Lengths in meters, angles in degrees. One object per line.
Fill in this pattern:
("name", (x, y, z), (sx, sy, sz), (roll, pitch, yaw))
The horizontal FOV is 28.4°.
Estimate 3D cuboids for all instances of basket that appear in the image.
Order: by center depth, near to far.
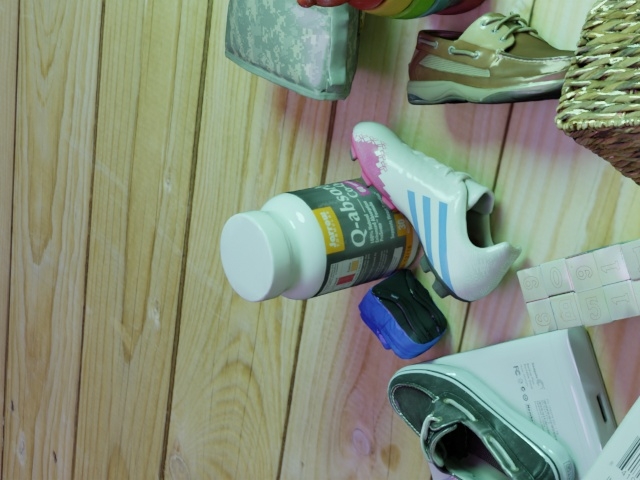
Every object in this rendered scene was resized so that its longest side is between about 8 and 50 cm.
("basket", (0.457, -0.175, 1.413), (0.299, 0.223, 0.213), (3, 70, 52))

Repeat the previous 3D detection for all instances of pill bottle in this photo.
("pill bottle", (0.000, 0.000, 1.893), (0.162, 0.279, 0.162), (19, 116, 47))

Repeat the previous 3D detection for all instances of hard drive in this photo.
("hard drive", (0.272, 0.264, 1.814), (0.353, 0.047, 0.233), (-22, 83, 52))

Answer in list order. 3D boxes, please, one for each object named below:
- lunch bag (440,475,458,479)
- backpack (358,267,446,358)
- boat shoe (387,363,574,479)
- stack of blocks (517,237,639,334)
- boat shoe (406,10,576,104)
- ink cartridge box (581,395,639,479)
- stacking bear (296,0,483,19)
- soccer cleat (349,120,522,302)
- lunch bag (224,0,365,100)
("lunch bag", (0.208, 0.376, 1.848), (0.083, 0.053, 0.071), (-46, 63, 58))
("backpack", (0.128, 0.120, 1.918), (0.120, 0.098, 0.101), (48, 145, 15))
("boat shoe", (0.197, 0.268, 1.772), (0.335, 0.119, 0.121), (24, 119, 45))
("stack of blocks", (0.377, 0.043, 1.513), (0.297, 0.171, 0.087), (-19, 85, 53))
("boat shoe", (0.228, -0.241, 1.665), (0.324, 0.123, 0.119), (6, 102, 50))
("ink cartridge box", (0.483, 0.235, 1.317), (0.285, 0.166, 0.394), (40, 103, 38))
("stacking bear", (0.081, -0.369, 1.672), (0.164, 0.289, 0.175), (36, 126, 41))
("soccer cleat", (0.170, -0.067, 1.815), (0.143, 0.116, 0.331), (-45, 64, 27))
("lunch bag", (-0.021, -0.355, 1.885), (0.287, 0.169, 0.235), (41, 133, 54))
